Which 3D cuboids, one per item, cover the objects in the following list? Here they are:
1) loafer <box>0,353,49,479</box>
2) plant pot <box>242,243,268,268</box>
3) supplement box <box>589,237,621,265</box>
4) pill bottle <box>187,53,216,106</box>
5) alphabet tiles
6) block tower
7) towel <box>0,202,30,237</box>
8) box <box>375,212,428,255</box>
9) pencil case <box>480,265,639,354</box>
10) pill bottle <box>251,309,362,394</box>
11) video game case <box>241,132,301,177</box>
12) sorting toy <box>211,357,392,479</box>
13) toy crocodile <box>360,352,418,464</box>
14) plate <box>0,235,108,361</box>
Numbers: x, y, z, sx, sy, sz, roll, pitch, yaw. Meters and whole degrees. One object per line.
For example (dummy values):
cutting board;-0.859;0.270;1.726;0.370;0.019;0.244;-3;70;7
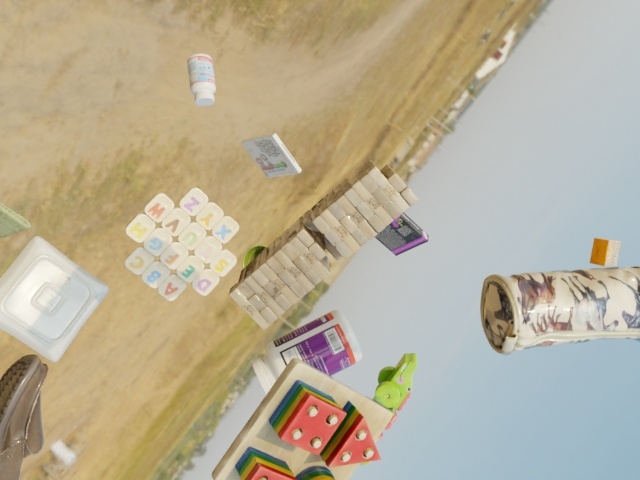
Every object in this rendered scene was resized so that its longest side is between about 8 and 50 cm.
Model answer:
loafer;-0.722;0.448;1.495;0.134;0.130;0.365;19;-93;53
plant pot;-0.118;0.050;1.392;0.083;0.083;0.079;-53;164;11
supplement box;0.662;0.027;1.461;0.098;0.036;0.062;1;99;-51
pill bottle;-0.399;-0.540;2.122;0.087;0.160;0.087;-9;167;-2
alphabet tiles;-0.361;0.013;1.651;0.278;0.284;0.021;-46;-156;-1
block tower;0.000;0.000;1.053;0.335;0.091;0.097;-41;-167;9
towel;-0.817;-0.059;1.579;0.110;0.148;0.027;-17;-125;18
box;0.206;-0.029;1.747;0.116;0.162;0.029;-27;-142;36
pencil case;0.525;0.145;1.298;0.183;0.410;0.159;-115;-152;-54
pill bottle;-0.044;0.360;1.962;0.323;0.181;0.181;-25;174;-7
video game case;-0.149;-0.253;1.891;0.157;0.143;0.019;-1;-135;47
sorting toy;-0.013;0.382;1.126;0.257;0.255;0.089;-55;-150;0
toy crocodile;0.162;0.440;1.642;0.340;0.105;0.115;-59;179;12
plate;-0.799;0.171;1.841;0.045;0.277;0.278;-8;-135;52
